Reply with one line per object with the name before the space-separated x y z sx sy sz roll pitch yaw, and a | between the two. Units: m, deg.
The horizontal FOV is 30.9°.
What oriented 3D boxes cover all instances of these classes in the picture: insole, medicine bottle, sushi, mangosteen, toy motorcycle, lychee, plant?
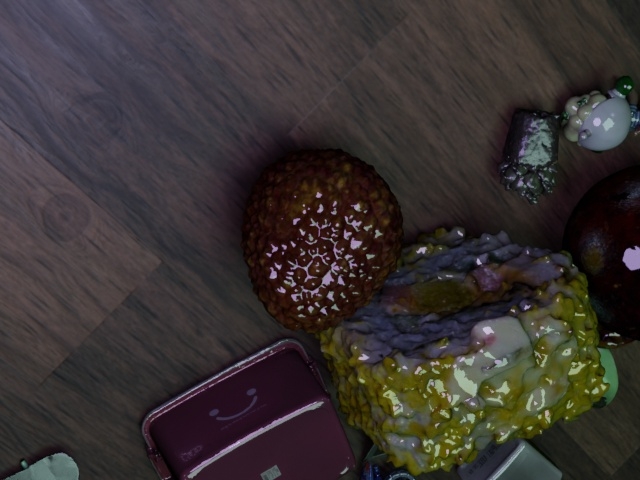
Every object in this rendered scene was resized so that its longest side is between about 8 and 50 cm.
insole | -0.469 0.377 1.668 0.253 0.005 0.086 -21 106 -9
medicine bottle | 0.348 0.421 2.032 0.132 0.088 0.188 -47 123 1
sushi | 0.207 0.155 1.692 0.396 0.351 0.240 -21 119 -15
mangosteen | 0.524 0.029 1.838 0.311 0.311 0.311 -10 116 -21
toy motorcycle | 0.086 0.469 1.948 0.114 0.076 0.205 14 105 -22
lychee | 0.000 0.000 1.593 0.236 0.236 0.271 41 53 -33
plant | 0.323 -0.129 1.775 0.092 0.094 0.143 2 106 -14

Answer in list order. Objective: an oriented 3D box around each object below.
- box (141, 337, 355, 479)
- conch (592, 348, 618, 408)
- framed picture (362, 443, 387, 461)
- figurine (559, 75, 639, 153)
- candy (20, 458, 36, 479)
box | -0.100 0.305 1.730 0.294 0.167 0.193 -28 123 -11
conch | 0.378 0.226 1.945 0.251 0.143 0.137 -7 76 -8
framed picture | 0.203 0.291 1.895 0.252 0.014 0.197 -11 150 -20
figurine | 0.466 -0.195 1.815 0.197 0.093 0.147 -13 139 -28
candy | -0.397 0.404 1.713 0.061 0.061 0.202 -28 113 -11
